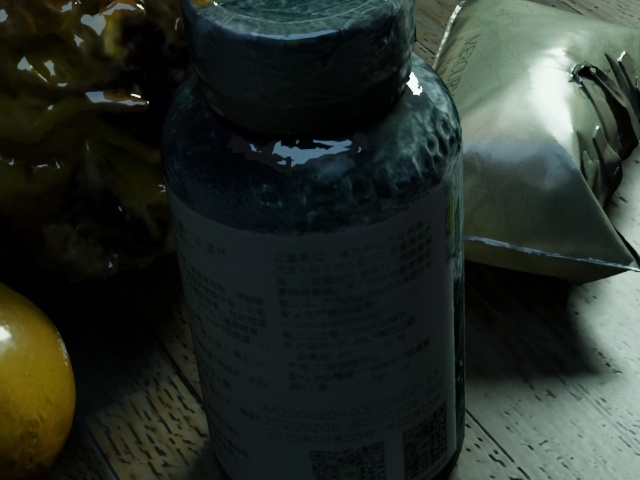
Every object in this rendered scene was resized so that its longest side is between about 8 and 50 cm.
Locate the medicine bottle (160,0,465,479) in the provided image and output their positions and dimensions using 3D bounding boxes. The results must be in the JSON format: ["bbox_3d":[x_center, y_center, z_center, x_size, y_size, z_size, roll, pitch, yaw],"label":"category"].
[{"bbox_3d":[0.000,0.000,0.696,0.141,0.293,0.141,-3,40,3],"label":"medicine bottle"}]

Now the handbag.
[{"bbox_3d":[0.136,-0.070,0.914,0.183,0.117,0.270,15,42,11],"label":"handbag"}]

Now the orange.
[{"bbox_3d":[-0.209,0.082,0.756,0.156,0.124,0.156,-3,43,3],"label":"orange"}]

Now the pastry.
[{"bbox_3d":[-0.183,-0.161,0.907,0.338,0.292,0.405,11,41,0],"label":"pastry"}]
